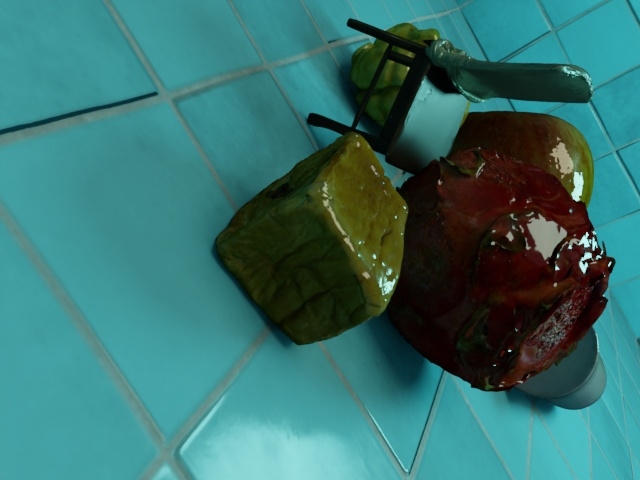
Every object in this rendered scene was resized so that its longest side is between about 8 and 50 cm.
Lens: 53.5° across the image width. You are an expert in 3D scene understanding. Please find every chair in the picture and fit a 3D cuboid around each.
[{"bbox_3d":[0.164,-0.172,0.843,0.319,0.186,0.160,28,9,33],"label":"chair"}]

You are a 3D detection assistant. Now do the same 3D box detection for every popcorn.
[{"bbox_3d":[0.151,-0.266,1.104,0.203,0.225,0.201,40,-40,53],"label":"popcorn"}]

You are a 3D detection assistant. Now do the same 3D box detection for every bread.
[{"bbox_3d":[0.000,0.000,0.635,0.143,0.149,0.158,50,37,-19],"label":"bread"}]

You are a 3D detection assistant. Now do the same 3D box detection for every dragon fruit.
[{"bbox_3d":[0.217,0.030,0.819,0.295,0.295,0.302,15,46,-54],"label":"dragon fruit"}]

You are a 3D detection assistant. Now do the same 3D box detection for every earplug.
[{"bbox_3d":[0.456,0.243,1.193,0.301,0.172,0.173,40,35,-49],"label":"earplug"}]

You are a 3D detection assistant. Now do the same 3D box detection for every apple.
[{"bbox_3d":[0.352,-0.099,1.178,0.301,0.301,0.302,40,36,-37],"label":"apple"}]
